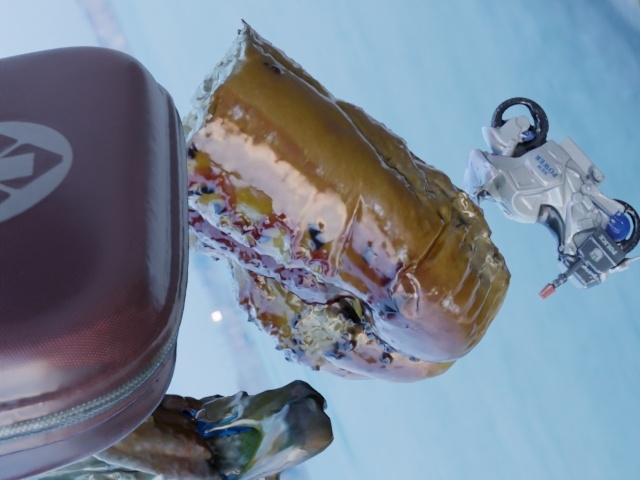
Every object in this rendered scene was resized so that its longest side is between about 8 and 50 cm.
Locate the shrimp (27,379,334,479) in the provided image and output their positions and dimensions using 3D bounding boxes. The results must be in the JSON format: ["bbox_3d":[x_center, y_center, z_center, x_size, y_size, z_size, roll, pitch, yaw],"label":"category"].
[{"bbox_3d":[-0.212,0.166,1.267,0.110,0.445,0.221,-105,13,-46],"label":"shrimp"}]

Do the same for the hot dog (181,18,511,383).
[{"bbox_3d":[0.000,0.000,1.524,0.365,0.196,0.367,34,162,-5],"label":"hot dog"}]

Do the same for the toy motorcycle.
[{"bbox_3d":[0.235,-0.036,1.661,0.221,0.150,0.102,47,172,3],"label":"toy motorcycle"}]

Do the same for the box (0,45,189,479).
[{"bbox_3d":[-0.213,0.002,1.018,0.404,0.263,0.108,-100,-2,-56],"label":"box"}]
